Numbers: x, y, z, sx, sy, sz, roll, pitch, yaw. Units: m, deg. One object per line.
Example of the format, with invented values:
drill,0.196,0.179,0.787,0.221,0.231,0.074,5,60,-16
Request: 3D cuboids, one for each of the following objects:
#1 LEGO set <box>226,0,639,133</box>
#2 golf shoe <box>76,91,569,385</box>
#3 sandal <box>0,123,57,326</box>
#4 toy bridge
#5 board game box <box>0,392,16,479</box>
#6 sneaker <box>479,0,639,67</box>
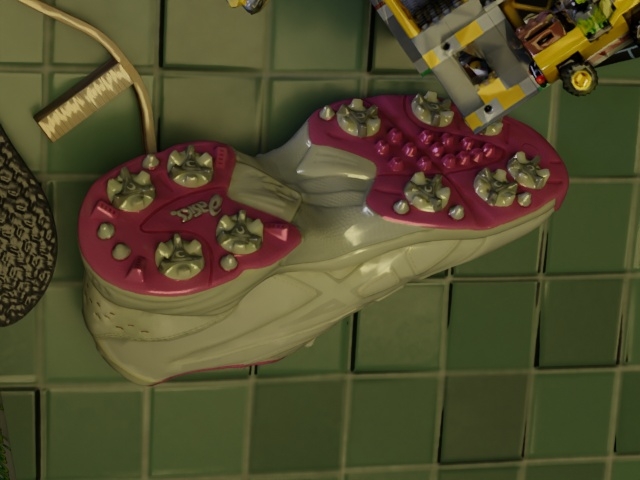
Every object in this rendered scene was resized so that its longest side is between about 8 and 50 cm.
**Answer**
LEGO set,0.082,-0.208,0.823,0.255,0.331,0.192,-32,108,16
golf shoe,0.000,0.000,0.955,0.306,0.115,0.140,-12,142,-24
sandal,-0.197,-0.040,0.920,0.067,0.040,0.179,-20,93,-15
toy bridge,-0.132,-0.080,0.929,0.063,0.026,0.188,-38,111,-5
board game box,-0.239,0.073,0.789,0.193,0.305,0.053,37,93,-19
sneaker,0.200,-0.152,0.966,0.232,0.090,0.081,-23,108,-9
